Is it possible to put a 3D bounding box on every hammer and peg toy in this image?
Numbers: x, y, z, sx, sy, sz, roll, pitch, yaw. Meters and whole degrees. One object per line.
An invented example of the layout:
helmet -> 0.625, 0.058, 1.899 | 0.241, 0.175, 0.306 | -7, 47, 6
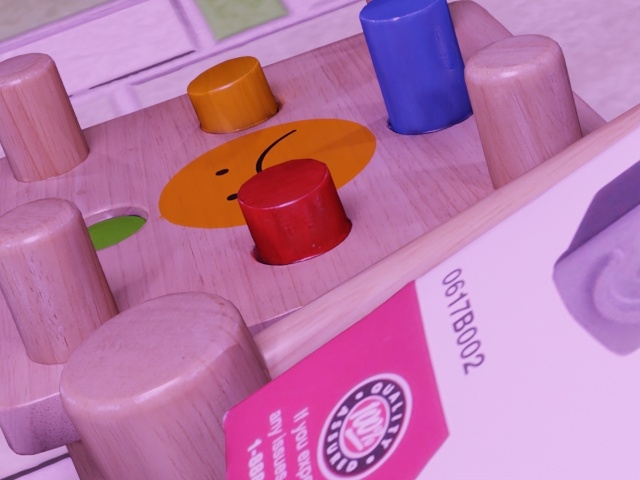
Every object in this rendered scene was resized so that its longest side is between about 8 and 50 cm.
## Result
hammer and peg toy -> 0.000, 0.000, 0.641 | 0.266, 0.127, 0.361 | -20, 26, -4

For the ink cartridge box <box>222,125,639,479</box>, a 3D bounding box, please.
ink cartridge box -> 0.134, 0.056, 0.352 | 0.306, 0.131, 0.226 | -38, 27, 15
